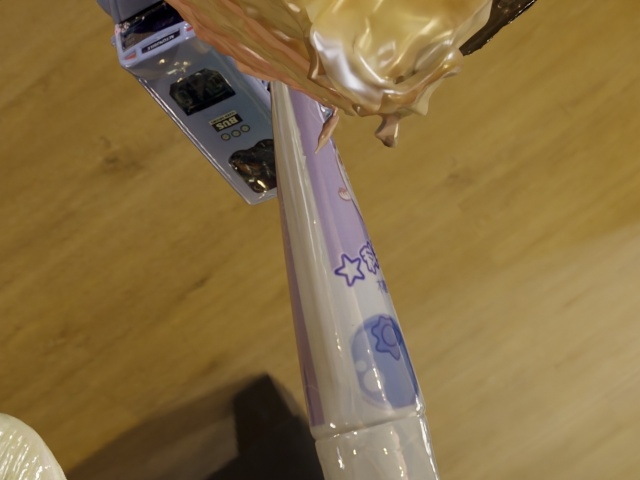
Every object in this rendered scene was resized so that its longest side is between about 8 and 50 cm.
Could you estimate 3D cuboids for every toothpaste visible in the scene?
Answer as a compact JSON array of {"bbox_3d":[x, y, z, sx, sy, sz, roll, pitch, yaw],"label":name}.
[{"bbox_3d":[0.000,0.000,0.796,0.080,0.371,0.125,-14,169,-3],"label":"toothpaste"}]

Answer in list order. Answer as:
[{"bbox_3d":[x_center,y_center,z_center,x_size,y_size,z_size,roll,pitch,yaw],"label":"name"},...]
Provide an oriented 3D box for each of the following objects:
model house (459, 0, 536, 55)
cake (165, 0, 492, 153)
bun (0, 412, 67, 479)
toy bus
[{"bbox_3d":[0.153,-0.273,1.070,0.141,0.164,0.203,39,136,-19],"label":"model house"},{"bbox_3d":[0.000,-0.247,0.528,0.293,0.307,0.314,39,91,-9],"label":"cake"},{"bbox_3d":[-0.375,0.278,1.184,0.237,0.210,0.116,5,139,-12],"label":"bun"},{"bbox_3d":[-0.103,-0.172,1.110,0.125,0.133,0.292,-21,132,22],"label":"toy bus"}]
